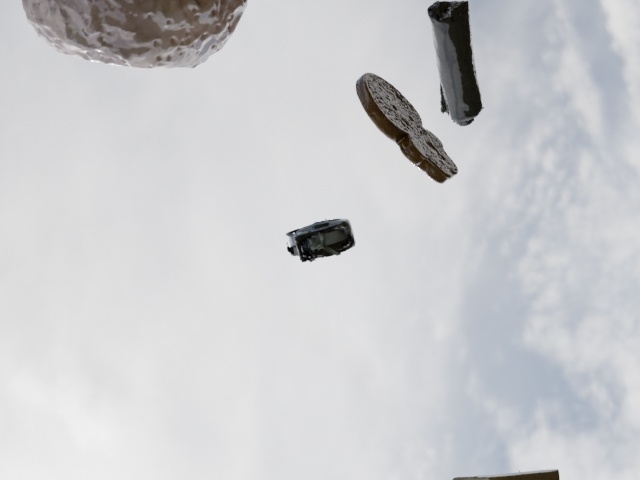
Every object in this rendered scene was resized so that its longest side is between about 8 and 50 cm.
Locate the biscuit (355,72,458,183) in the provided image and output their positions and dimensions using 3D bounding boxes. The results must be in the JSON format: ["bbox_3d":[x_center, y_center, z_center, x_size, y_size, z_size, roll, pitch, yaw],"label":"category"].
[{"bbox_3d":[0.106,-0.142,1.642,0.175,0.026,0.124,50,-156,5],"label":"biscuit"}]

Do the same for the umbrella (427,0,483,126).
[{"bbox_3d":[0.119,-0.153,1.119,0.031,0.036,0.133,-50,-34,-28],"label":"umbrella"}]

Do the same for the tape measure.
[{"bbox_3d":[0.002,-0.001,1.844,0.094,0.091,0.054,-16,-81,-13],"label":"tape measure"}]

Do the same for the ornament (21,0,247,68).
[{"bbox_3d":[-0.196,-0.302,1.366,0.259,0.259,0.225,-8,-70,-47],"label":"ornament"}]

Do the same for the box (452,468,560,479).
[{"bbox_3d":[0.130,0.195,0.865,0.083,0.035,0.079,7,-104,-44],"label":"box"}]
